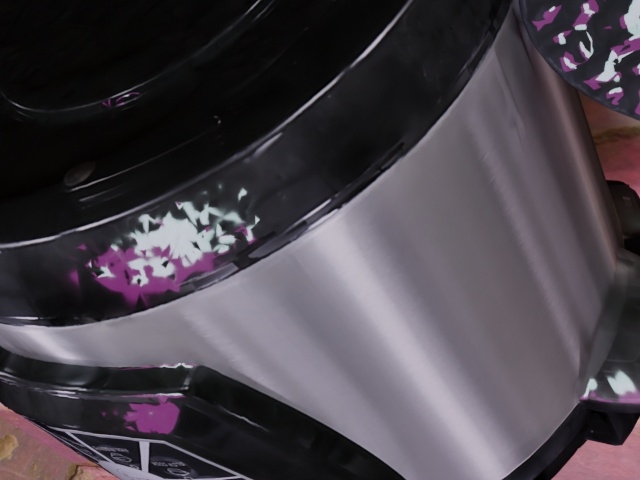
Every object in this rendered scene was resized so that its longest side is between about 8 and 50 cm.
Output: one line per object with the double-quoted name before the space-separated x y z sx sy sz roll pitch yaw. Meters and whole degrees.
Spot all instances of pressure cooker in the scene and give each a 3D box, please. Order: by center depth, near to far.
"pressure cooker" 0.004 -0.005 0.581 0.375 0.370 0.420 -30 133 4

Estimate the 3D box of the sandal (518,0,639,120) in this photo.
"sandal" 0.198 -0.244 0.276 0.167 0.107 0.446 36 128 14
